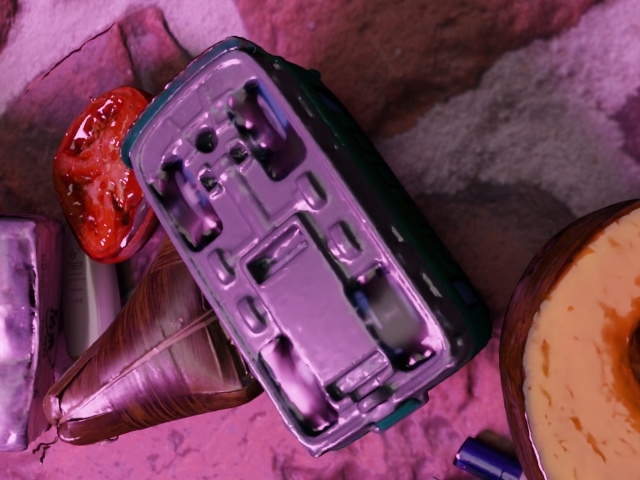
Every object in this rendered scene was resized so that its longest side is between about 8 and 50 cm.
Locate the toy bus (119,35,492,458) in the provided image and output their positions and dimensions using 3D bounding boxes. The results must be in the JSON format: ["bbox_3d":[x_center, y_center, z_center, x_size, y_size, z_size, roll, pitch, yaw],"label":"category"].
[{"bbox_3d":[0.000,0.000,0.753,0.183,0.199,0.343,-38,77,23],"label":"toy bus"}]

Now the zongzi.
[{"bbox_3d":[-0.202,0.082,0.874,0.248,0.111,0.241,-18,84,8],"label":"zongzi"}]

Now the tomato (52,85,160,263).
[{"bbox_3d":[-0.204,-0.072,0.902,0.174,0.082,0.166,-45,63,24],"label":"tomato"}]

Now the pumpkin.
[{"bbox_3d":[0.269,0.119,0.639,0.256,0.225,0.303,-40,71,15],"label":"pumpkin"}]

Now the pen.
[{"bbox_3d":[0.248,0.250,0.744,0.269,0.033,0.033,23,101,21],"label":"pen"}]

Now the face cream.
[{"bbox_3d":[-0.263,0.071,0.951,0.072,0.051,0.182,-5,89,21],"label":"face cream"}]

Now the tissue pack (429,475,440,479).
[{"bbox_3d":[0.146,0.329,0.722,0.229,0.159,0.145,37,105,18],"label":"tissue pack"}]

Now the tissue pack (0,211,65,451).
[{"bbox_3d":[-0.470,0.083,0.901,0.361,0.122,0.259,6,97,1],"label":"tissue pack"}]
